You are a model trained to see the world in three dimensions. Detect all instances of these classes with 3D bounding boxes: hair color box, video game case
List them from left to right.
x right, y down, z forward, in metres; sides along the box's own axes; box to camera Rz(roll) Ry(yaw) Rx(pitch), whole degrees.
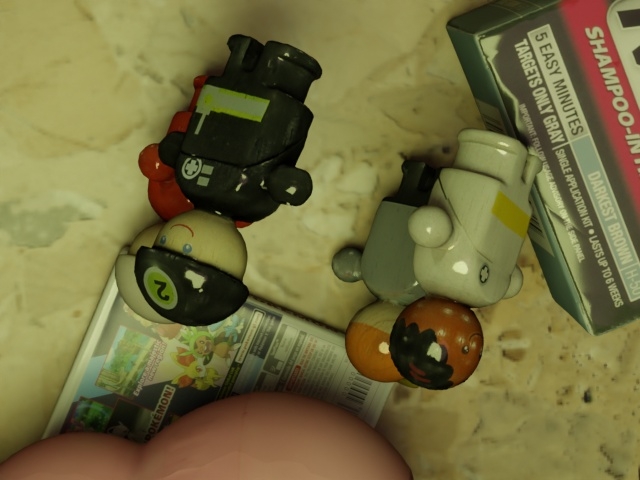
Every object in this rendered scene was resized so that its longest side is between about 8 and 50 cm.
[{"bbox_3d":[-0.073,0.128,1.085,0.183,0.023,0.201,23,99,-8],"label":"video game case"},{"bbox_3d":[0.283,-0.109,1.025,0.374,0.113,0.185,-23,101,-1],"label":"hair color box"}]

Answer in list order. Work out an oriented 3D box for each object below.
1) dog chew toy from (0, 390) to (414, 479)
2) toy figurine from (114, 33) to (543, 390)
[{"bbox_3d":[-0.110,0.192,0.988,0.332,0.206,0.206,-4,101,5],"label":"dog chew toy"},{"bbox_3d":[0.000,0.000,0.970,0.209,0.213,0.148,22,82,-11],"label":"toy figurine"}]
